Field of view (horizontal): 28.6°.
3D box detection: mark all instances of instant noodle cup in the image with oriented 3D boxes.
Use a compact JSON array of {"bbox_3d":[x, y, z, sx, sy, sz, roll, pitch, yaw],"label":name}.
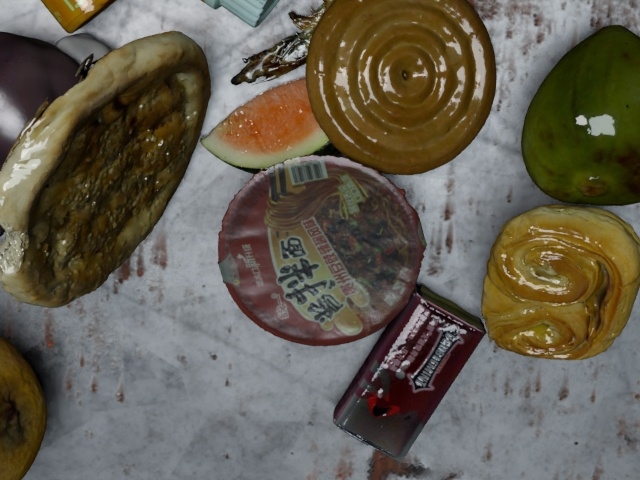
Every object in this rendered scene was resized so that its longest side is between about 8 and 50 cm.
[{"bbox_3d":[0.000,0.000,1.661,0.274,0.091,0.274,0,113,1],"label":"instant noodle cup"}]

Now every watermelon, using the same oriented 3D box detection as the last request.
[{"bbox_3d":[-0.034,-0.151,1.649,0.245,0.063,0.119,-27,83,12],"label":"watermelon"}]

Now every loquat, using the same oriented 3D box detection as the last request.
[{"bbox_3d":[-0.496,0.234,1.662,0.263,0.263,0.263,0,106,2],"label":"loquat"}]

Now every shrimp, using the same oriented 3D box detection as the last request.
[{"bbox_3d":[-0.053,-0.291,1.615,0.195,0.035,0.148,-28,104,5],"label":"shrimp"}]

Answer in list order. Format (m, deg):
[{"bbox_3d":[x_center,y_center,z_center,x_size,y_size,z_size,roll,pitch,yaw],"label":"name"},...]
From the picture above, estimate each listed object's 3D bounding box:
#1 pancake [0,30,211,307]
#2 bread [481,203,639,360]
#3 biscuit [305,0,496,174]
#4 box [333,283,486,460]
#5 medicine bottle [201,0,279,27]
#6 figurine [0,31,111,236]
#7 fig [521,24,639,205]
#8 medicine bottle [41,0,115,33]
[{"bbox_3d":[-0.266,-0.078,1.527,0.071,0.382,0.382,32,106,18],"label":"pancake"},{"bbox_3d":[0.314,0.051,1.633,0.198,0.120,0.236,7,129,0],"label":"bread"},{"bbox_3d":[0.106,-0.212,1.596,0.262,0.037,0.262,-2,98,-14],"label":"biscuit"},{"bbox_3d":[0.121,0.182,1.729,0.120,0.069,0.224,31,103,-7],"label":"box"},{"bbox_3d":[-0.169,-0.400,1.512,0.318,0.158,0.158,34,104,-1],"label":"medicine bottle"},{"bbox_3d":[-0.415,-0.095,1.607,0.206,0.218,0.365,17,121,-28],"label":"figurine"},{"bbox_3d":[0.357,-0.159,1.579,0.203,0.203,0.225,9,68,-1],"label":"fig"},{"bbox_3d":[-0.339,-0.362,1.574,0.096,0.096,0.192,-35,103,11],"label":"medicine bottle"}]
